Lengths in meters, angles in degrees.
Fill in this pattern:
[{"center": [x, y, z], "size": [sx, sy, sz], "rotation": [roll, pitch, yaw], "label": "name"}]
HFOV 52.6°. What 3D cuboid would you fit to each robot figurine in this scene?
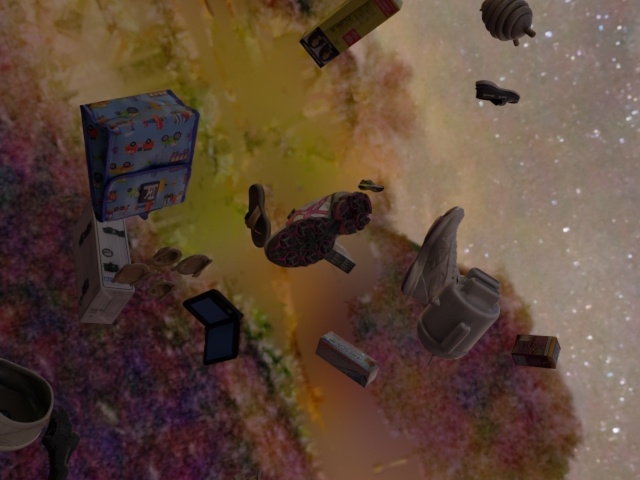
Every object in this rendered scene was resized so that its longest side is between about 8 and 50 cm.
[{"center": [0.456, 0.257, 2.165], "size": [0.199, 0.353, 0.300], "rotation": [33, 29, 2], "label": "robot figurine"}]

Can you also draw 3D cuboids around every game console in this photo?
[{"center": [-0.194, 0.153, 1.136], "size": [0.107, 0.122, 0.071], "rotation": [47, 51, -18], "label": "game console"}]

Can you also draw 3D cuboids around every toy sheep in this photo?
[{"center": [0.344, -0.405, 1.183], "size": [0.132, 0.091, 0.091], "rotation": [44, -15, 32], "label": "toy sheep"}]

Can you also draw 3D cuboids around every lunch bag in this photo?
[{"center": [-0.415, -0.173, 1.489], "size": [0.138, 0.221, 0.293], "rotation": [40, -46, 32], "label": "lunch bag"}]

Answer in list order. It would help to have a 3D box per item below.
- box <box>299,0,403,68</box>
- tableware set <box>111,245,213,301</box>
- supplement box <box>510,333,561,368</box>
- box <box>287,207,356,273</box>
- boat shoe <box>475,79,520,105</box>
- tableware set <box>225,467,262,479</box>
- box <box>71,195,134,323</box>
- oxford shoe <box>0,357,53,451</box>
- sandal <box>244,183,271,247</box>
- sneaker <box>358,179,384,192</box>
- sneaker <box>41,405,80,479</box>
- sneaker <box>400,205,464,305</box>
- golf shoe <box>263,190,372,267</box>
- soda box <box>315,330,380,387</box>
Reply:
[{"center": [0.067, -0.491, 1.458], "size": [0.087, 0.232, 0.058], "rotation": [48, 33, -22], "label": "box"}, {"center": [-0.291, 0.058, 1.203], "size": [0.168, 0.141, 0.020], "rotation": [33, 28, -59], "label": "tableware set"}, {"center": [0.441, 0.227, 1.327], "size": [0.043, 0.083, 0.055], "rotation": [59, 47, -34], "label": "supplement box"}, {"center": [0.000, 0.000, 1.887], "size": [0.190, 0.045, 0.184], "rotation": [33, 11, -24], "label": "box"}, {"center": [0.371, -0.301, 1.357], "size": [0.046, 0.125, 0.038], "rotation": [3, -95, 52], "label": "boat shoe"}, {"center": [-0.179, 0.635, 1.603], "size": [0.128, 0.039, 0.194], "rotation": [56, 18, 14], "label": "tableware set"}, {"center": [-0.567, 0.050, 1.675], "size": [0.087, 0.169, 0.290], "rotation": [9, 48, -37], "label": "box"}, {"center": [-0.608, 0.234, 0.990], "size": [0.449, 0.130, 0.169], "rotation": [27, 30, -50], "label": "oxford shoe"}, {"center": [-0.172, -0.065, 1.683], "size": [0.049, 0.072, 0.180], "rotation": [7, 67, -42], "label": "sandal"}, {"center": [0.161, -0.176, 2.037], "size": [0.031, 0.083, 0.035], "rotation": [81, 22, -58], "label": "sneaker"}, {"center": [-0.610, 0.476, 1.489], "size": [0.089, 0.051, 0.170], "rotation": [52, 31, -35], "label": "sneaker"}, {"center": [0.354, 0.048, 1.861], "size": [0.305, 0.152, 0.114], "rotation": [-65, 172, 18], "label": "sneaker"}, {"center": [-0.013, -0.015, 0.914], "size": [0.086, 0.186, 0.068], "rotation": [7, -62, 47], "label": "golf shoe"}, {"center": [0.076, 0.335, 1.839], "size": [0.183, 0.058, 0.063], "rotation": [31, -57, 25], "label": "soda box"}]
